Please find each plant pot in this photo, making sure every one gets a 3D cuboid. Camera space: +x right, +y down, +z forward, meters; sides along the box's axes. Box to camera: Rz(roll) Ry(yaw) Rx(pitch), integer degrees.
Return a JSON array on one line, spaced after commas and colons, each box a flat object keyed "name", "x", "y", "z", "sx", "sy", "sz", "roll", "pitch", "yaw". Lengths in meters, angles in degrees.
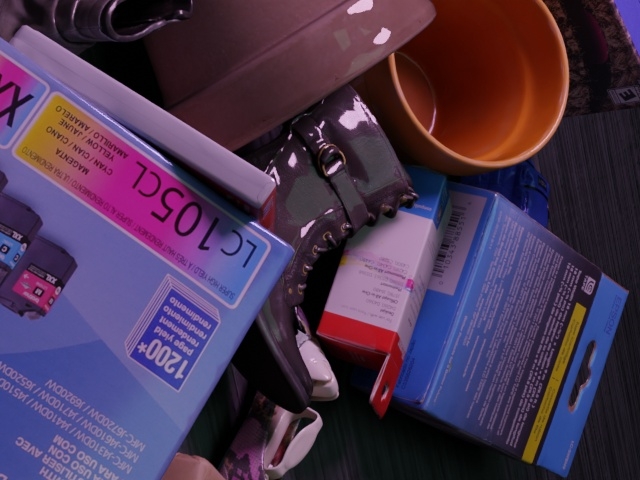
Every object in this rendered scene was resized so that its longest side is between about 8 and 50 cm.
[{"name": "plant pot", "x": -0.070, "y": -0.220, "z": 1.458, "sx": 0.229, "sy": 0.263, "sz": 0.263, "roll": 57, "pitch": 39, "yaw": -8}, {"name": "plant pot", "x": 0.110, "y": -0.155, "z": 1.689, "sx": 0.205, "sy": 0.188, "sz": 0.205, "roll": 5, "pitch": 79, "yaw": -27}]

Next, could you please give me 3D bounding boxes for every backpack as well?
[{"name": "backpack", "x": 0.214, "y": -0.056, "z": 1.974, "sx": 0.098, "sy": 0.101, "sz": 0.120, "roll": 40, "pitch": 50, "yaw": -56}]

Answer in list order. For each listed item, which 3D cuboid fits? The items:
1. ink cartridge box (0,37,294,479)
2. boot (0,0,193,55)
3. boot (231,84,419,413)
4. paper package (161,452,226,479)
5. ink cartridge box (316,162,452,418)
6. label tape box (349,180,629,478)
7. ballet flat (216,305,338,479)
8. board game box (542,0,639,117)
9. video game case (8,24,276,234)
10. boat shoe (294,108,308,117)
[{"name": "ink cartridge box", "x": -0.233, "y": 0.101, "z": 1.077, "sx": 0.270, "sy": 0.151, "sz": 0.395, "roll": 35, "pitch": 64, "yaw": -11}, {"name": "boot", "x": -0.212, "y": -0.156, "z": 1.265, "sx": 0.246, "sy": 0.161, "sz": 0.083, "roll": -40, "pitch": 119, "yaw": -52}, {"name": "boot", "x": 0.000, "y": 0.000, "z": 1.548, "sx": 0.229, "sy": 0.091, "sz": 0.263, "roll": -29, "pitch": 102, "yaw": -28}, {"name": "paper package", "x": -0.144, "y": 0.344, "z": 1.254, "sx": 0.309, "sy": 0.168, "sz": 0.324, "roll": 58, "pitch": 40, "yaw": -56}, {"name": "ink cartridge box", "x": 0.058, "y": 0.049, "z": 1.668, "sx": 0.134, "sy": 0.078, "sz": 0.231, "roll": 63, "pitch": 45, "yaw": -75}, {"name": "label tape box", "x": 0.193, "y": 0.104, "z": 1.864, "sx": 0.334, "sy": 0.106, "sz": 0.240, "roll": 32, "pitch": 76, "yaw": -51}, {"name": "ballet flat", "x": -0.030, "y": 0.156, "z": 1.585, "sx": 0.077, "sy": 0.079, "sz": 0.221, "roll": 61, "pitch": 39, "yaw": -43}, {"name": "board game box", "x": 0.197, "y": -0.251, "z": 1.791, "sx": 0.232, "sy": 0.291, "sz": 0.141, "roll": 55, "pitch": 42, "yaw": -38}, {"name": "video game case", "x": -0.124, "y": -0.048, "z": 1.249, "sx": 0.025, "sy": 0.204, "sz": 0.285, "roll": -57, "pitch": 174, "yaw": -13}, {"name": "boat shoe", "x": -0.004, "y": -0.210, "z": 1.684, "sx": 0.075, "sy": 0.065, "sz": 0.206, "roll": 7, "pitch": 82, "yaw": -59}]
